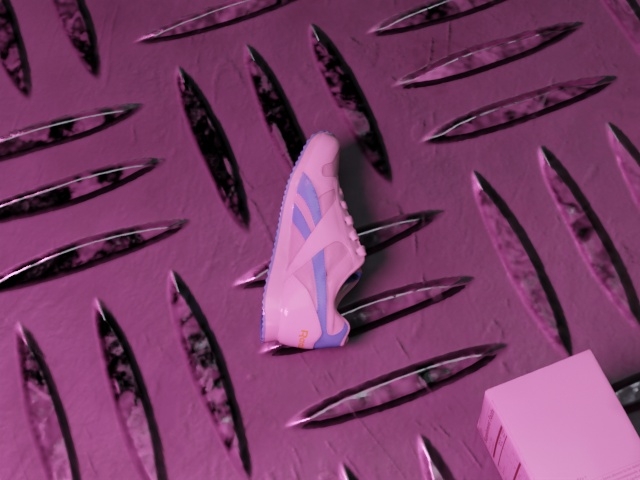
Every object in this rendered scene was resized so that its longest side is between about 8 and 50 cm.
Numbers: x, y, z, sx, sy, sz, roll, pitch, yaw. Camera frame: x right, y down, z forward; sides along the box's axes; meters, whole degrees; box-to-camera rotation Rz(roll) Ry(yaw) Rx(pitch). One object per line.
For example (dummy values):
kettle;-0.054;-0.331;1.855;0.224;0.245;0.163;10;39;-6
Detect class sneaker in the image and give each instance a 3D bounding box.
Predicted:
sneaker;0.000;0.000;1.206;0.092;0.087;0.229;10;69;-1

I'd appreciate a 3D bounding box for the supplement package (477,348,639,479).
supplement package;0.224;0.206;1.066;0.105;0.105;0.179;-20;63;-8
